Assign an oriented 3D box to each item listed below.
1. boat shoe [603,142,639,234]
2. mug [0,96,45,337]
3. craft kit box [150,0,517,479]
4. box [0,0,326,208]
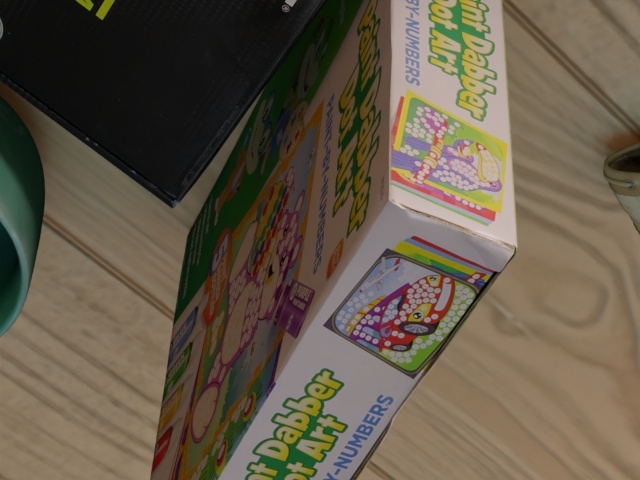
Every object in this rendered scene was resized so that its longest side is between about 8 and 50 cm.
[{"bbox_3d":[0.208,-0.045,0.890,0.153,0.056,0.048,-19,132,26],"label":"boat shoe"},{"bbox_3d":[-0.203,-0.027,0.884,0.158,0.097,0.129,35,123,-24],"label":"mug"},{"bbox_3d":[0.000,0.000,0.804,0.061,0.250,0.246,22,127,-15],"label":"craft kit box"},{"bbox_3d":[-0.082,-0.136,0.789,0.184,0.045,0.190,39,124,-1],"label":"box"}]
